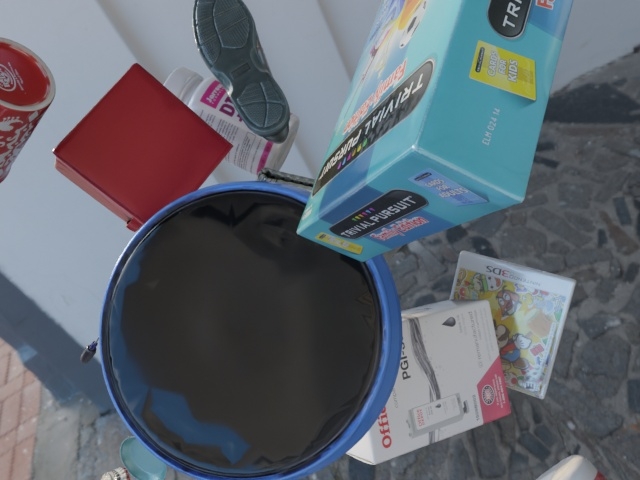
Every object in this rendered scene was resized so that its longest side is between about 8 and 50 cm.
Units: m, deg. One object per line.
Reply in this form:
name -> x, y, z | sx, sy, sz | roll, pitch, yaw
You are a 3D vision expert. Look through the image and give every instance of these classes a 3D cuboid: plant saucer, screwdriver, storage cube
plant saucer -> -0.376, 0.469, 1.225 | 0.119, 0.119, 0.021 | -9, 14, 24
screwdriver -> -0.452, 0.200, 1.159 | 0.170, 0.024, 0.025 | -49, 6, 29
storage cube -> -0.292, -0.138, 0.930 | 0.215, 0.193, 0.184 | -55, 19, -14

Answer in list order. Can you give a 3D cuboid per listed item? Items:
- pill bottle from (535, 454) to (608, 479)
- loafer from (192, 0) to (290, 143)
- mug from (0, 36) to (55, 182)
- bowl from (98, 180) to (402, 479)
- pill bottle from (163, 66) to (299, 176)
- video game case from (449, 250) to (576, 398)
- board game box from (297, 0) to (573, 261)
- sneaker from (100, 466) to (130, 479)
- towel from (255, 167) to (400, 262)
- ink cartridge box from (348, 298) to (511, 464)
pill bottle -> 0.354, 0.427, 0.647 | 0.176, 0.176, 0.318 | -37, 67, -10
loafer -> -0.121, -0.266, 0.879 | 0.096, 0.084, 0.267 | -25, 77, 2
mug -> -0.391, -0.151, 0.632 | 0.169, 0.150, 0.113 | -28, 32, 37
bowl -> -0.093, 0.111, 0.716 | 0.392, 0.077, 0.390 | -1, 82, 9
pill bottle -> -0.204, -0.260, 1.254 | 0.283, 0.160, 0.160 | 26, 54, 0
video game case -> 0.336, 0.153, 1.054 | 0.206, 0.226, 0.026 | 16, 13, 27
board game box -> 0.099, -0.166, 0.479 | 0.335, 0.079, 0.254 | -70, 13, -16
sneaker -> -0.315, 0.406, 0.822 | 0.093, 0.088, 0.225 | -6, 8, -18
towel -> 0.000, 0.000, 1.108 | 0.325, 0.312, 0.056 | 10, 53, -17
ink cartridge box -> 0.158, 0.225, 0.951 | 0.283, 0.207, 0.117 | -9, -2, -27
